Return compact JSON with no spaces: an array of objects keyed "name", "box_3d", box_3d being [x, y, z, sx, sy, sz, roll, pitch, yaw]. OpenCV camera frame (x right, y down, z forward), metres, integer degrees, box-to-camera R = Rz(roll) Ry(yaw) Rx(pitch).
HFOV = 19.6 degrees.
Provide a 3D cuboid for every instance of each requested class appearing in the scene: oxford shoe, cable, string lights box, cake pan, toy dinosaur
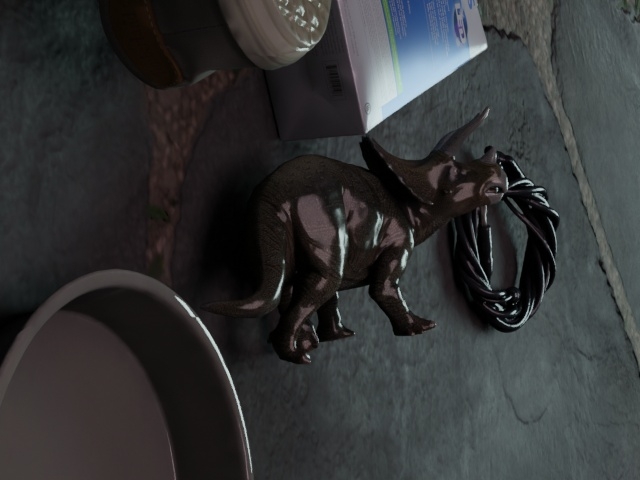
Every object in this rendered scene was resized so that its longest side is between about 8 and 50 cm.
[{"name":"oxford shoe","box_3d":[-0.057,-0.233,1.244,0.449,0.130,0.169,-76,144,-58]},{"name":"cable","box_3d":[0.178,0.010,1.717,0.184,0.047,0.150,52,43,-47]},{"name":"string lights box","box_3d":[0.044,-0.179,1.460,0.259,0.077,0.133,-37,119,-58]},{"name":"cake pan","box_3d":[-0.134,0.164,1.100,0.293,0.054,0.293,14,74,-61]},{"name":"toy dinosaur","box_3d":[0.000,0.000,1.338,0.313,0.121,0.160,-10,94,-44]}]
